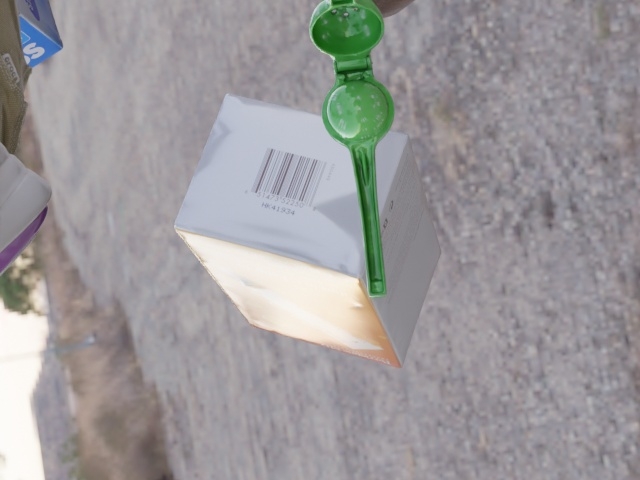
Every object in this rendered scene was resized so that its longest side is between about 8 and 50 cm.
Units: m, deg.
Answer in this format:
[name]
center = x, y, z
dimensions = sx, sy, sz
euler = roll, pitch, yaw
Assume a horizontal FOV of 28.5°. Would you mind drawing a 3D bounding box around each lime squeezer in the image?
[lime squeezer]
center = 0.030, -0.116, 0.941
dimensions = 0.110, 0.059, 0.310
euler = -124, 23, -62

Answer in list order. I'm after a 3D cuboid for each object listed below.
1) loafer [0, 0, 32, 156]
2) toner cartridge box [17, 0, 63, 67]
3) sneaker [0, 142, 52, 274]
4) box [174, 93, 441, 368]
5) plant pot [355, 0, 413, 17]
[loafer]
center = -0.251, -0.101, 0.890
dimensions = 0.092, 0.102, 0.268
euler = -8, -75, -72
[toner cartridge box]
center = -0.381, -0.296, 1.261
dimensions = 0.075, 0.165, 0.347
euler = 37, -154, -58
[sneaker]
center = -0.228, -0.008, 0.573
dimensions = 0.152, 0.114, 0.305
euler = 50, -169, -12
[box]
center = 0.000, 0.000, 1.457
dimensions = 0.345, 0.215, 0.168
euler = 62, -135, -66
[plant pot]
center = 0.116, -0.396, 1.439
dimensions = 0.230, 0.215, 0.215
euler = -19, 77, 47
